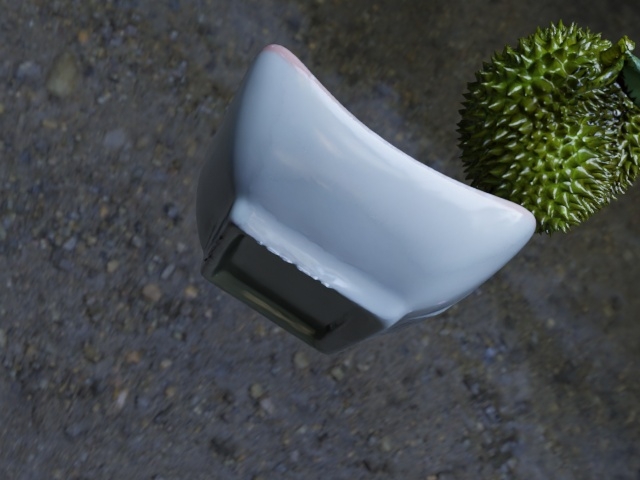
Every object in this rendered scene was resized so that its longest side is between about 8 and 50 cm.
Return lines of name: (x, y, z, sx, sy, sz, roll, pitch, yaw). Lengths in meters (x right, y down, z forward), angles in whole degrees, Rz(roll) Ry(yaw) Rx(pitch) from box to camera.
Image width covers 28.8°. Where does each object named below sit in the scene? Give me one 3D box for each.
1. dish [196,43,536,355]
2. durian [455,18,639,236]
dish: (0.000, 0.000, 0.637, 0.151, 0.212, 0.077, 34, 75, -4)
durian: (0.174, -0.087, 0.943, 0.159, 0.198, 0.146, -45, 67, 9)
